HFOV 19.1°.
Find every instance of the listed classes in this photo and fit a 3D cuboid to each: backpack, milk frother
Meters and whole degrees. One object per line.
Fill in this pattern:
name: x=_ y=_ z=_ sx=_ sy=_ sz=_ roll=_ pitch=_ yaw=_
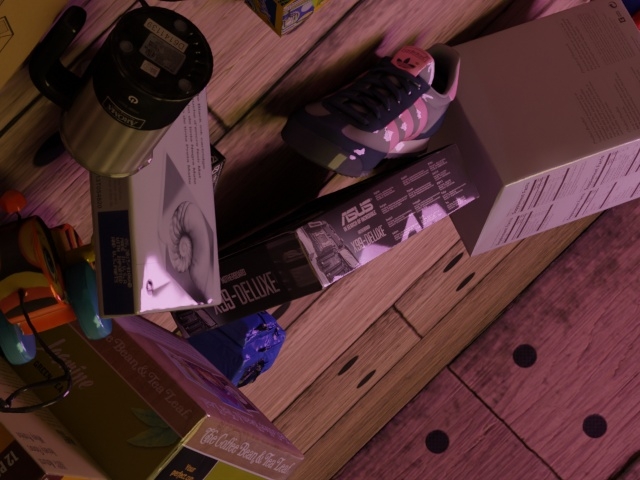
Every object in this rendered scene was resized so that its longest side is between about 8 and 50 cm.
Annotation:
backpack: x=-0.099 y=0.126 z=2.426 sx=0.120 sy=0.098 sz=0.101 roll=-18 pitch=147 yaw=-57
milk frother: x=-0.144 y=-0.148 z=1.523 sx=0.143 sy=0.129 sz=0.135 roll=-42 pitch=179 yaw=-37

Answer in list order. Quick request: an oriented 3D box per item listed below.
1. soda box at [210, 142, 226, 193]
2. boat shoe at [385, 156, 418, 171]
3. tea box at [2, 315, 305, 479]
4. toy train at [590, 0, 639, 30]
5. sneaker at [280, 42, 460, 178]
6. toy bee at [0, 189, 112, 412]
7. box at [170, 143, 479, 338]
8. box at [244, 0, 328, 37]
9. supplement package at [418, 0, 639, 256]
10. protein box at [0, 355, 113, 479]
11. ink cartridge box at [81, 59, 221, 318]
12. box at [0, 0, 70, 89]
soda box: x=-0.147 y=-0.041 z=1.929 sx=0.060 sy=0.053 sz=0.169 roll=-35 pitch=162 yaw=-30
boat shoe: x=0.208 y=-0.126 z=2.550 sx=0.324 sy=0.122 sz=0.120 roll=-30 pitch=166 yaw=-20
tea box: x=-0.235 y=0.258 z=2.039 sx=0.323 sy=0.220 sz=0.329 roll=-47 pitch=158 yaw=1
toy train: x=0.386 y=-0.319 z=2.543 sx=0.248 sy=0.105 sz=0.143 roll=-40 pitch=-178 yaw=0
sneaker: x=0.061 y=-0.156 z=2.097 sx=0.131 sy=0.112 sz=0.319 roll=-61 pitch=167 yaw=21
toy bee: x=-0.243 y=0.024 z=1.684 sx=0.195 sy=0.162 sz=0.298 roll=-22 pitch=-167 yaw=-17
box: x=0.000 y=0.000 z=2.193 sx=0.242 sy=0.076 sz=0.307 roll=-21 pitch=-175 yaw=45
box: x=0.009 y=-0.263 z=1.744 sx=0.169 sy=0.054 sz=0.059 roll=-40 pitch=165 yaw=-18
supplement package: x=0.277 y=-0.142 z=2.369 sx=0.262 sy=0.199 sz=0.198 roll=-19 pitch=158 yaw=-17
protein box: x=-0.334 y=0.198 z=1.790 sx=0.136 sy=0.201 sz=0.200 roll=-45 pitch=165 yaw=2
ink cartridge box: x=-0.133 y=-0.048 z=1.691 sx=0.045 sy=0.223 sz=0.224 roll=-4 pitch=-179 yaw=22
box: x=-0.270 y=-0.146 z=1.384 sx=0.164 sy=0.021 sz=0.201 roll=-49 pitch=165 yaw=17
